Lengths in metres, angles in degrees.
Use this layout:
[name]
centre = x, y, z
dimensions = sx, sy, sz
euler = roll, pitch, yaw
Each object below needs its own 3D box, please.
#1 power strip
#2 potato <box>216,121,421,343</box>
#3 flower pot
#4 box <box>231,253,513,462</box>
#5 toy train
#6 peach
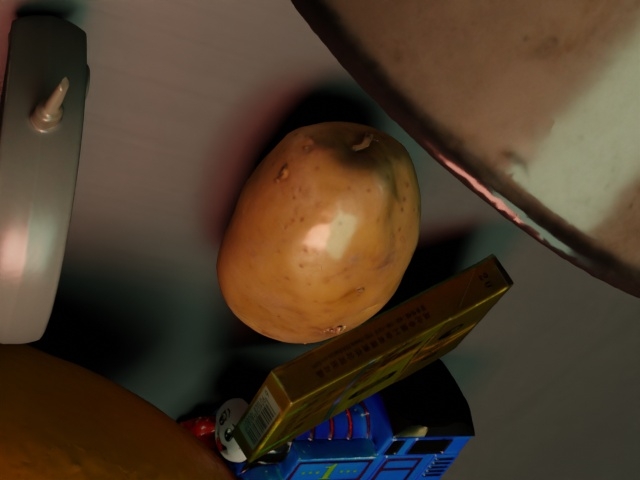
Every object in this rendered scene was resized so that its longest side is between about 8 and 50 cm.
[power strip]
centre = -0.160, -0.026, 0.876
dimensions = 0.044, 0.137, 0.216
euler = 8, 137, -15
[potato]
centre = 0.000, 0.000, 1.014
dimensions = 0.118, 0.109, 0.178
euler = -27, 157, -34
[flower pot]
centre = 0.177, -0.180, 0.739
dimensions = 0.293, 0.293, 0.330
euler = 19, 122, -43
[box]
centre = 0.036, 0.083, 1.131
dimensions = 0.193, 0.030, 0.121
euler = -25, 164, -26
[toy train]
centre = 0.003, 0.152, 1.227
dimensions = 0.204, 0.082, 0.131
euler = 3, 137, -33
[peach]
centre = -0.203, 0.204, 0.997
dimensions = 0.308, 0.289, 0.289
euler = 31, 120, -27
